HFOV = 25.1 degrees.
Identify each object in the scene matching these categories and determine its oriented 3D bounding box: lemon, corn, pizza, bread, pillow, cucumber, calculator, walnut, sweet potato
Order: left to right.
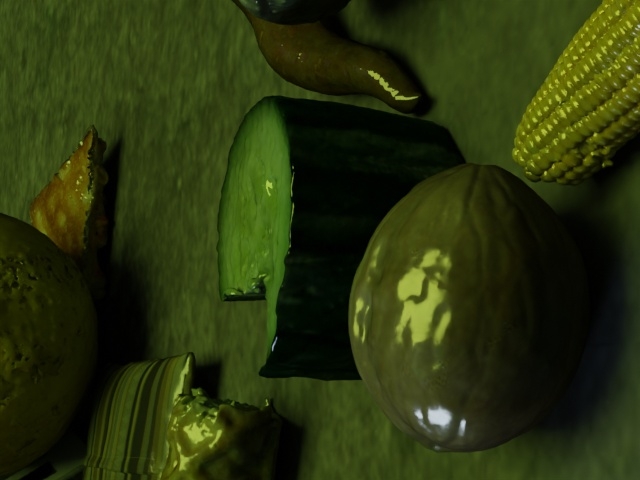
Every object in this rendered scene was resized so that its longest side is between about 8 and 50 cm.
[{"bbox_3d":[-0.338,0.101,1.348,0.310,0.258,0.257,141,130,-59],"label":"lemon"},{"bbox_3d":[-0.328,0.217,1.443,0.262,0.161,0.021,27,142,57],"label":"calculator"},{"bbox_3d":[-0.250,-0.038,1.472,0.185,0.036,0.176,31,110,54],"label":"pizza"},{"bbox_3d":[-0.165,0.204,1.254,0.212,0.052,0.208,-13,71,61],"label":"pillow"},{"bbox_3d":[-0.090,0.246,1.073,0.098,0.087,0.269,152,129,-88],"label":"bread"},{"bbox_3d":[0.000,-0.141,1.075,0.249,0.059,0.069,43,148,41],"label":"sweet potato"},{"bbox_3d":[0.001,-0.010,0.973,0.191,0.130,0.191,-32,53,56],"label":"cucumber"},{"bbox_3d":[0.084,0.040,0.814,0.140,0.140,0.162,22,90,58],"label":"walnut"},{"bbox_3d":[0.174,-0.104,0.767,0.206,0.067,0.067,-54,40,41],"label":"corn"}]

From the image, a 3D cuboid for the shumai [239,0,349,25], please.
[{"bbox_3d":[0.043,-0.268,0.956,0.204,0.222,0.271,14,129,22],"label":"shumai"}]
